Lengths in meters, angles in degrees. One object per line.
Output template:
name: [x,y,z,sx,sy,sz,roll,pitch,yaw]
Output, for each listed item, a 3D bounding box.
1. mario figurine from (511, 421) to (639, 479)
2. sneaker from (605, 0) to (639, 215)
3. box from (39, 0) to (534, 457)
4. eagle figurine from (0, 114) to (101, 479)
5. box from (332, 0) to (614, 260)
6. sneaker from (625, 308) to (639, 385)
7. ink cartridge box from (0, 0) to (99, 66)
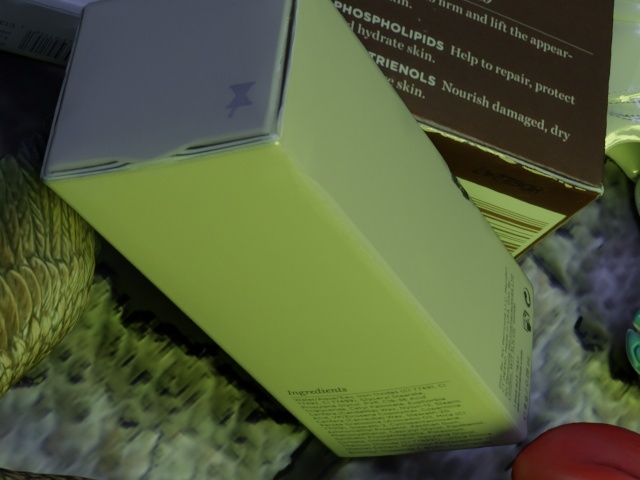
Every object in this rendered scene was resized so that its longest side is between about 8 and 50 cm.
mario figurine: [0.083,0.230,0.780,0.320,0.170,0.198,-57,134,-25]
sneaker: [0.267,-0.057,1.020,0.305,0.114,0.152,18,82,-21]
box: [0.000,0.000,0.745,0.275,0.113,0.094,51,39,-49]
eagle figurine: [-0.140,0.084,0.663,0.298,0.226,0.225,-16,34,-39]
box: [0.040,-0.097,0.865,0.167,0.168,0.203,19,58,-17]
sneaker: [0.234,0.036,0.946,0.166,0.076,0.065,-37,57,-19]
ink cartridge box: [-0.178,-0.261,0.900,0.165,0.065,0.332,14,62,-21]
